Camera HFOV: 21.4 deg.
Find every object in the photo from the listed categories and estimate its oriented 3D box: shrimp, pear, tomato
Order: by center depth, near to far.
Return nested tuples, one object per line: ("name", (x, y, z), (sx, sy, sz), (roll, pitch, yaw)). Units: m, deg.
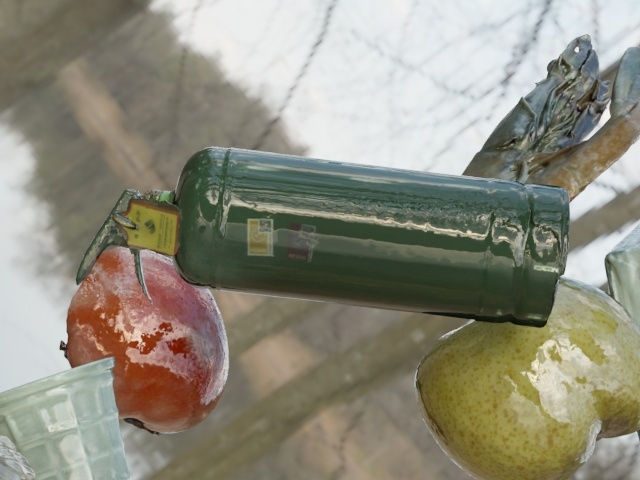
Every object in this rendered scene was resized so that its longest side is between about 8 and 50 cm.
("pear", (0.155, 0.105, 1.224), (0.137, 0.167, 0.167), (54, -3, 2))
("shrimp", (0.206, -0.094, 1.384), (0.178, 0.289, 0.075), (-17, -70, 47))
("tomato", (-0.162, 0.101, 1.803), (0.228, 0.112, 0.199), (21, 66, -56))

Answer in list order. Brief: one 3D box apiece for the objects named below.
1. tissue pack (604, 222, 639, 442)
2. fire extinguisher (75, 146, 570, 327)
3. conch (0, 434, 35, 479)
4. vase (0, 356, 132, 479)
("tissue pack", (0.329, 0.077, 1.545), (0.257, 0.081, 0.185), (-23, 102, -69))
("fire extinguisher", (0.000, 0.000, 1.111), (0.095, 0.311, 0.115), (-81, 179, -83))
("conch", (-0.180, 0.130, 0.655), (0.207, 0.155, 0.130), (-56, 147, -62))
("vase", (-0.210, 0.270, 1.561), (0.143, 0.143, 0.299), (106, -34, -87))
